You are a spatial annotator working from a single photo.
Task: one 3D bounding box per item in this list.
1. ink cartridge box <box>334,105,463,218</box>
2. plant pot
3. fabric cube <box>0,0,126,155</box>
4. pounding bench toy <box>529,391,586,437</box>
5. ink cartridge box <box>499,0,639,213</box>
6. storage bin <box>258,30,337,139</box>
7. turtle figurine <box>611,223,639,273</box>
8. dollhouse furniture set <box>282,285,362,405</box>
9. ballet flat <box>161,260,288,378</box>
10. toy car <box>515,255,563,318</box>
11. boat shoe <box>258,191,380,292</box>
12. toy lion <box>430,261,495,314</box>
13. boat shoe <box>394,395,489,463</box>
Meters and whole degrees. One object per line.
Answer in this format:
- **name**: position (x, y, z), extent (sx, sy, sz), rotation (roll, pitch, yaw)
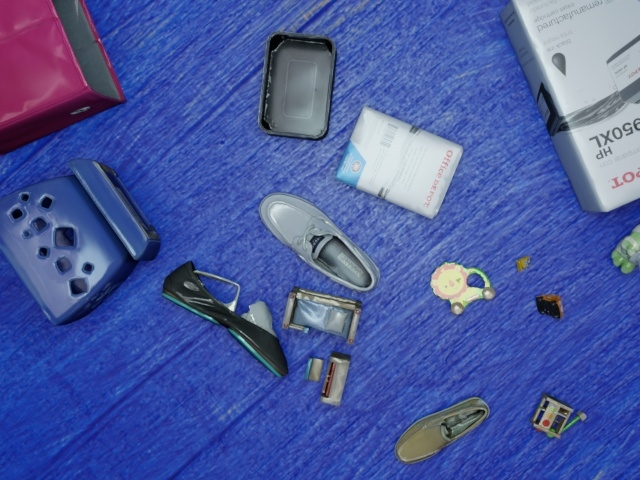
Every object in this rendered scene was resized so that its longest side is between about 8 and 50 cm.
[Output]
- **ink cartridge box**: position (0.138, -0.137, 1.810), extent (0.191, 0.082, 0.139), rotation (23, 94, 1)
- **plant pot**: position (-0.416, -0.008, 1.775), extent (0.212, 0.236, 0.236), rotation (-35, 90, -2)
- **fabric cube**: position (-0.524, -0.311, 1.752), extent (0.258, 0.254, 0.259), rotation (-23, 91, 3)
- **pounding bench toy**: position (0.426, 0.322, 1.829), extent (0.083, 0.052, 0.065), rotation (25, 94, 2)
- **ink cartridge box**: position (0.520, -0.277, 1.743), extent (0.285, 0.166, 0.395), rotation (-23, 91, 3)
- **storage bin**: position (-0.039, -0.272, 1.814), extent (0.122, 0.084, 0.180), rotation (6, 93, 2)
- **turtle figurine**: position (0.586, 0.045, 1.689), extent (0.198, 0.266, 0.274), rotation (-9, 77, -5)
- **dollhouse furniture set**: position (-0.008, 0.189, 1.808), extent (0.129, 0.129, 0.183), rotation (13, 93, 3)
- **ballet flat**: position (-0.154, 0.132, 1.835), extent (0.280, 0.095, 0.096), rotation (35, 82, 1)
- **toy car**: position (0.400, 0.080, 1.821), extent (0.040, 0.060, 0.122), rotation (-29, 98, -28)
- **boat shoe**: position (0.000, 0.000, 1.822), extent (0.258, 0.084, 0.095), rotation (33, 94, 1)
- **toy lion**: position (0.252, 0.079, 1.842), extent (0.100, 0.034, 0.096), rotation (-26, 83, 3)
- **boat shoe**: position (0.216, 0.341, 1.831), extent (0.190, 0.072, 0.068), rotation (-35, 90, 4)
